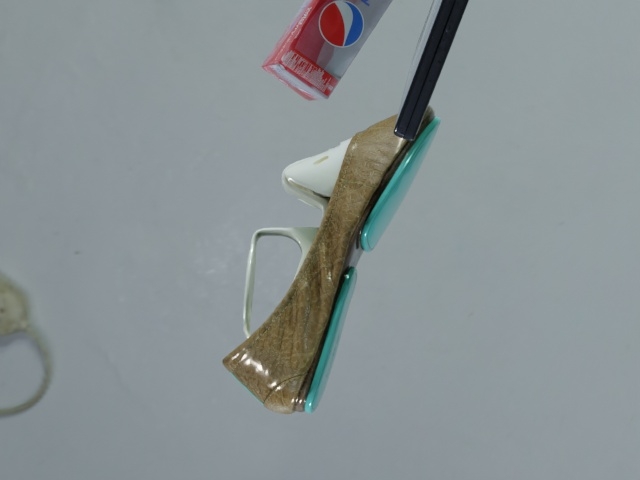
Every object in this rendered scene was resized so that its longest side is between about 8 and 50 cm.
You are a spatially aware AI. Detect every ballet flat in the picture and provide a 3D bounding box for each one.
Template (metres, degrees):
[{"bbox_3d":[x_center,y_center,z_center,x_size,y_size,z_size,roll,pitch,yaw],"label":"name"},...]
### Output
[{"bbox_3d":[0.000,0.000,1.357,0.124,0.116,0.342,23,80,9],"label":"ballet flat"}]

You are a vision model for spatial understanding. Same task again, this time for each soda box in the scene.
[{"bbox_3d":[0.035,-0.309,1.785,0.083,0.092,0.263,35,85,-16],"label":"soda box"}]

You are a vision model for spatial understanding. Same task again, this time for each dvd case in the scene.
[{"bbox_3d":[0.112,-0.207,1.220,0.022,0.253,0.180,19,114,-1],"label":"dvd case"}]
